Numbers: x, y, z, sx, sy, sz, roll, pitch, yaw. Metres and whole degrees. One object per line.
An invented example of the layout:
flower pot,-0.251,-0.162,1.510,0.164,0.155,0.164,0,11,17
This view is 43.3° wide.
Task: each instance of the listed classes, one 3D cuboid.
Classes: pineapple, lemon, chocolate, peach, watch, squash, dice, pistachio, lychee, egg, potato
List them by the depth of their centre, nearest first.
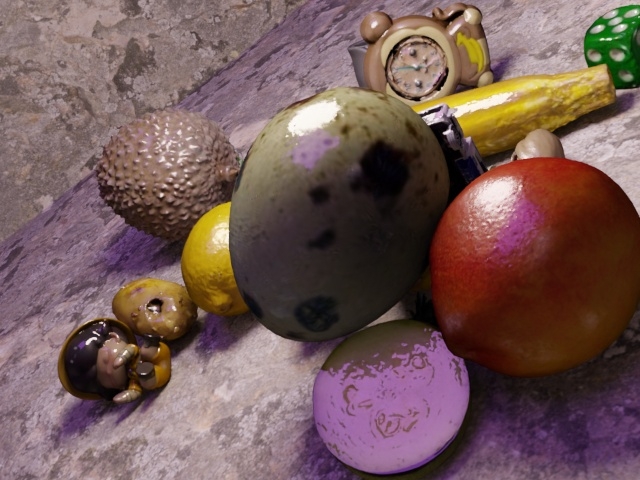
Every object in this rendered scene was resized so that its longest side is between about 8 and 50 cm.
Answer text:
peach,0.303,0.041,1.164,0.332,0.308,0.308,-48,29,-12
squash,0.112,0.243,1.230,0.252,0.049,0.252,-12,54,17
egg,0.024,-0.038,1.308,0.345,0.345,0.428,25,90,59
pineapple,0.125,0.178,1.352,0.221,0.103,0.083,-39,59,-8
pistachio,0.417,-0.144,1.534,0.113,0.113,0.149,-19,46,28
dice,0.628,-0.398,1.654,0.131,0.128,0.120,-46,30,-21
chocolate,0.388,-0.256,1.693,0.445,0.162,0.162,-13,35,28
lemon,-0.190,0.038,1.784,0.236,0.236,0.263,-10,15,39
potato,-0.397,0.159,1.913,0.172,0.140,0.300,-1,8,-32
watch,0.251,-0.469,2.090,0.335,0.314,0.327,-16,19,5
lychee,-0.412,-0.177,2.225,0.432,0.380,0.380,-2,40,24

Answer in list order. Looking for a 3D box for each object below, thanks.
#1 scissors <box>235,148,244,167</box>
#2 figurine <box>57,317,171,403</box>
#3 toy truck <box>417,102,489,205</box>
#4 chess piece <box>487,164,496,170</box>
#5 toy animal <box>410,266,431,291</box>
scissors,-0.255,-0.235,2.502,0.101,0.027,0.204,-29,30,10
figurine,-0.450,0.269,1.787,0.256,0.192,0.167,6,4,20
toy truck,0.247,-0.129,1.512,0.124,0.268,0.155,-19,29,27
chess piece,0.322,-0.134,1.674,0.149,0.059,0.059,6,48,42
toy animal,0.150,0.014,1.524,0.156,0.156,0.230,-37,31,-3
